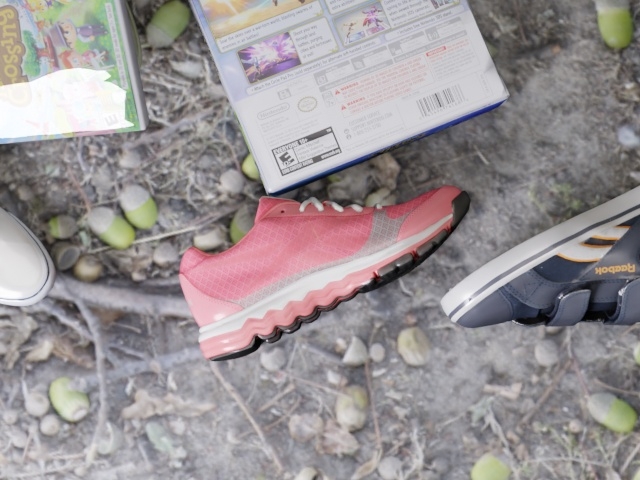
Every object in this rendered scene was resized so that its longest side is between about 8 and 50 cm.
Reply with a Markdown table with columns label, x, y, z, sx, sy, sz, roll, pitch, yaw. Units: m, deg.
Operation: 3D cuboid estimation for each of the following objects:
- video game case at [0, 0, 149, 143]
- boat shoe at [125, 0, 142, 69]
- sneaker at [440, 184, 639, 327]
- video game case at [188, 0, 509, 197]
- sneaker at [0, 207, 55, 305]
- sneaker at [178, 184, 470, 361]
| label | x | y | z | sx | sy | sz | roll | pitch | yaw |
| --- | --- | --- | --- | --- | --- | --- | --- | --- | --- |
| video game case | -0.282 | -0.202 | 1.578 | 0.193 | 0.023 | 0.212 | -4 | 113 | 12 |
| boat shoe | -0.312 | -0.296 | 1.634 | 0.113 | 0.127 | 0.340 | -30 | 101 | 20 |
| sneaker | 0.286 | 0.034 | 1.610 | 0.321 | 0.126 | 0.127 | -26 | 79 | -6 |
| video game case | 0.024 | -0.206 | 1.660 | 0.270 | 0.061 | 0.244 | -22 | 86 | -5 |
| sneaker | -0.383 | -0.022 | 1.607 | 0.258 | 0.091 | 0.094 | 35 | 83 | 2 |
| sneaker | 0.000 | 0.000 | 1.609 | 0.314 | 0.116 | 0.136 | -27 | 84 | -5 |
